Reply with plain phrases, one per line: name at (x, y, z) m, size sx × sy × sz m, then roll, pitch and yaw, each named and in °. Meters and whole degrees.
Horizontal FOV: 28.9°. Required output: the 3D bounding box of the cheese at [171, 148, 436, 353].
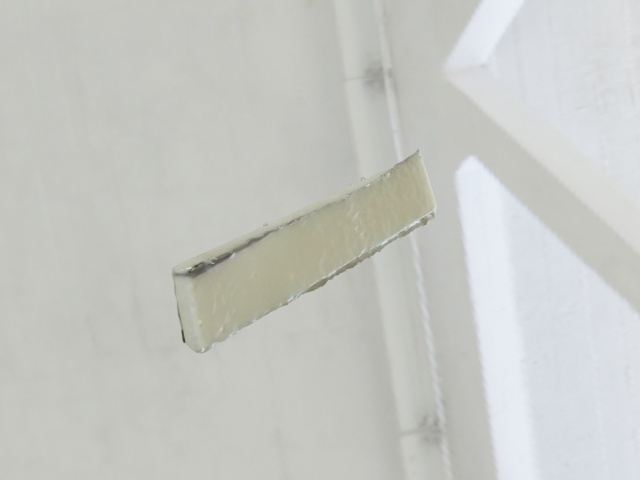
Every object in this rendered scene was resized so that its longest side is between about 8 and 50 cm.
cheese at (-0.002, 0.001, 1.237) m, size 0.034 × 0.400 × 0.085 m, roll 1°, pitch -70°, yaw 40°
